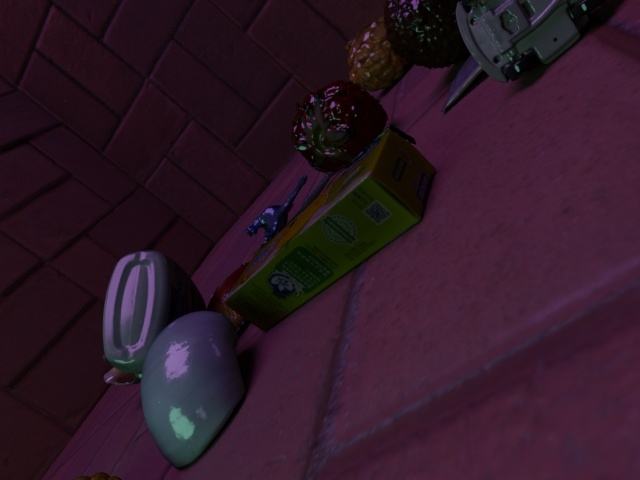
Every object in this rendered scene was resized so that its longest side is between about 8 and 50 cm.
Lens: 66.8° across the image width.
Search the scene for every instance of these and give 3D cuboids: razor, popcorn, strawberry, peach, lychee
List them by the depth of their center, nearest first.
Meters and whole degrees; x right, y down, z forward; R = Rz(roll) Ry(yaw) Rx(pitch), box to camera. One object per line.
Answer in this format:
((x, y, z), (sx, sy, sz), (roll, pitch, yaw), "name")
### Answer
((0.201, -0.383, 0.805), (0.200, 0.200, 0.238), (-46, -6, 20), "lychee")
((-0.142, 0.082, 0.919), (0.189, 0.068, 0.279), (-43, 13, 24), "peach")
((0.047, -0.234, 0.968), (0.202, 0.184, 0.186), (-32, -38, -38), "strawberry")
((-0.015, -0.112, 1.138), (0.211, 0.036, 0.084), (-59, 18, -8), "razor")
((0.184, -0.570, 1.486), (0.250, 0.190, 0.250), (-35, 21, 16), "popcorn")

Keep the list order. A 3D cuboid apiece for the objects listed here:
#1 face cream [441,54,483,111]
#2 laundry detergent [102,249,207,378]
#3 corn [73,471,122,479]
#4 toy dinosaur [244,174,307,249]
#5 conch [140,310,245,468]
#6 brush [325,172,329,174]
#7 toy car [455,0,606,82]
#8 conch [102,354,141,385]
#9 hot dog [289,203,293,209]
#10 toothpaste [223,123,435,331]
((0.246, -0.283, 0.676), (0.224, 0.070, 0.114), (-56, 4, 45), "face cream")
((-0.265, 0.159, 0.846), (0.280, 0.106, 0.214), (81, -177, -60), "laundry detergent")
((-0.304, 0.348, 0.601), (0.313, 0.102, 0.101), (-37, 18, 47), "corn")
((-0.121, -0.040, 1.167), (0.144, 0.076, 0.329), (-52, 1, -29), "toy dinosaur")
((-0.171, 0.186, 0.631), (0.221, 0.121, 0.184), (-157, 77, -73), "conch")
((0.048, -0.182, 1.170), (0.043, 0.014, 0.170), (-55, 14, -8), "brush")
((0.229, -0.247, 0.516), (0.139, 0.112, 0.112), (-29, 6, 35), "toy car")
((-0.409, 0.232, 1.180), (0.324, 0.187, 0.263), (-58, 24, 29), "conch")
((-0.108, -0.084, 1.418), (0.037, 0.021, 0.083), (-32, 22, 52), "hot dog")
((0.000, 0.000, 0.621), (0.327, 0.077, 0.110), (-40, 17, 40), "toothpaste")
